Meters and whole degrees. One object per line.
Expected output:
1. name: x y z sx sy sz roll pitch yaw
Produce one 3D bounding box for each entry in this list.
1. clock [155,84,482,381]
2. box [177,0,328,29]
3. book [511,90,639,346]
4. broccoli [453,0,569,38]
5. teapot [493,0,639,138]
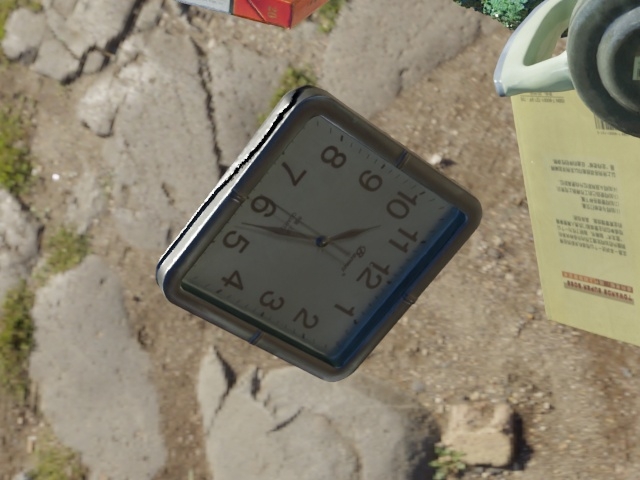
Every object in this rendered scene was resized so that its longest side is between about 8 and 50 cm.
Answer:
1. clock: 0.000 0.000 1.184 0.273 0.279 0.049 -50 33 13
2. box: -0.118 -0.298 1.246 0.245 0.139 0.035 17 122 16
3. book: 0.233 -0.026 0.928 0.161 0.026 0.230 16 122 59
4. broccoli: 0.206 -0.316 0.992 0.270 0.270 0.270 9 71 34
5. teapot: 0.189 -0.117 0.627 0.149 0.111 0.108 -40 16 47
